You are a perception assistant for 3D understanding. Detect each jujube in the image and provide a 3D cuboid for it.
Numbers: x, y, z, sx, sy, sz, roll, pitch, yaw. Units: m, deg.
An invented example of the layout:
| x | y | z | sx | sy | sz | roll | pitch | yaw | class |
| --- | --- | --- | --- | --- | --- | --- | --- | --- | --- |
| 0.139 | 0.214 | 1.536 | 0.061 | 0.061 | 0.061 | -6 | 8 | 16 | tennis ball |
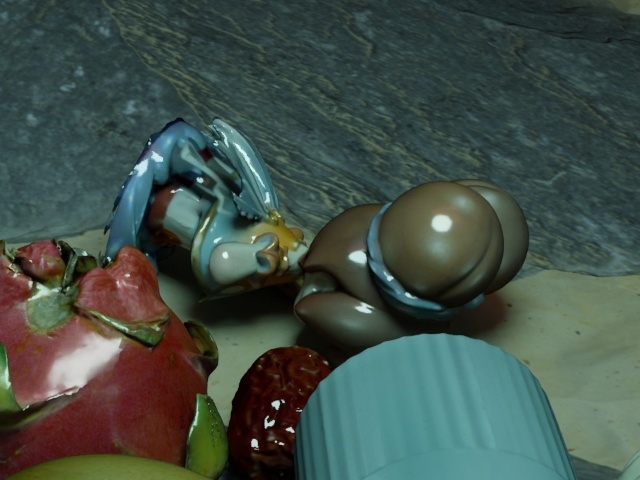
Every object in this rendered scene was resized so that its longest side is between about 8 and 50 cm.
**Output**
| x | y | z | sx | sy | sz | roll | pitch | yaw | class |
| --- | --- | --- | --- | --- | --- | --- | --- | --- | --- |
| -0.030 | 0.169 | 1.906 | 0.112 | 0.109 | 0.176 | 32 | 29 | -15 | jujube |

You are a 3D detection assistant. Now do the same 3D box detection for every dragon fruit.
| x | y | z | sx | sy | sz | roll | pitch | yaw | class |
| --- | --- | --- | --- | --- | --- | --- | --- | --- | --- |
| -0.227 | 0.135 | 1.790 | 0.305 | 0.226 | 0.305 | 11 | 32 | -7 | dragon fruit |

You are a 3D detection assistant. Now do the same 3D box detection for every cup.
| x | y | z | sx | sy | sz | roll | pitch | yaw | class |
| --- | --- | --- | --- | --- | --- | --- | --- | --- | --- |
| 0.141 | 0.262 | 1.694 | 0.331 | 0.257 | 0.311 | 4 | 33 | -10 | cup |

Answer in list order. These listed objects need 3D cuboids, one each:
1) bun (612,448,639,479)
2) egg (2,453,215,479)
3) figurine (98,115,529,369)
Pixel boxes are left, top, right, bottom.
| x | y | z | sx | sy | sz | roll | pitch | yaw | class |
| --- | --- | --- | --- | --- | --- | --- | --- | --- | --- |
| 0.414 | 0.243 | 1.835 | 0.263 | 0.175 | 0.263 | 23 | 27 | -13 | bun |
| -0.152 | 0.291 | 1.538 | 0.322 | 0.250 | 0.250 | -1 | 27 | 25 | egg |
| 0.000 | 0.001 | 2.065 | 0.388 | 0.248 | 0.276 | 24 | 11 | 13 | figurine |
